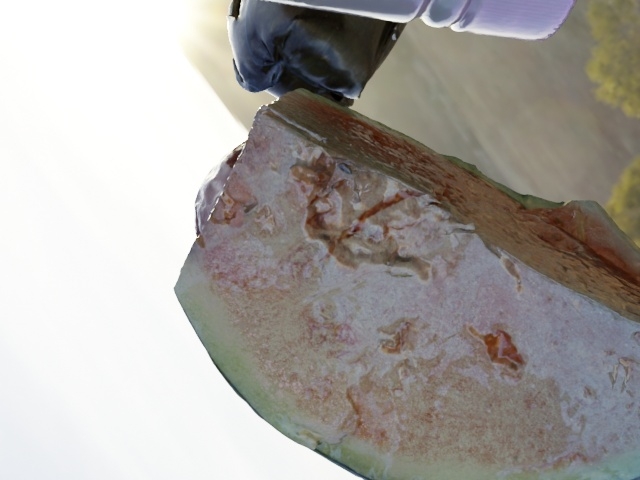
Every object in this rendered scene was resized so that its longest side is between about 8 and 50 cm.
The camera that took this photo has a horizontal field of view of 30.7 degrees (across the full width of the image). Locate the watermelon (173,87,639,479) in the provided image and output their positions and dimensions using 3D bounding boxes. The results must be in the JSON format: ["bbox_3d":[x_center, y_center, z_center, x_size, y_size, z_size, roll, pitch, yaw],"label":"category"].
[{"bbox_3d":[0.085,0.035,0.664,0.305,0.224,0.180,26,157,4],"label":"watermelon"}]

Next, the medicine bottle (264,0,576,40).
[{"bbox_3d":[0.041,-0.275,0.901,0.202,0.315,0.202,-174,90,-81],"label":"medicine bottle"}]

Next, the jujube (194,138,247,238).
[{"bbox_3d":[0.000,0.000,1.114,0.255,0.190,0.190,23,168,28],"label":"jujube"}]

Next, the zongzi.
[{"bbox_3d":[-0.029,-0.292,1.350,0.207,0.403,0.432,27,158,-21],"label":"zongzi"}]
